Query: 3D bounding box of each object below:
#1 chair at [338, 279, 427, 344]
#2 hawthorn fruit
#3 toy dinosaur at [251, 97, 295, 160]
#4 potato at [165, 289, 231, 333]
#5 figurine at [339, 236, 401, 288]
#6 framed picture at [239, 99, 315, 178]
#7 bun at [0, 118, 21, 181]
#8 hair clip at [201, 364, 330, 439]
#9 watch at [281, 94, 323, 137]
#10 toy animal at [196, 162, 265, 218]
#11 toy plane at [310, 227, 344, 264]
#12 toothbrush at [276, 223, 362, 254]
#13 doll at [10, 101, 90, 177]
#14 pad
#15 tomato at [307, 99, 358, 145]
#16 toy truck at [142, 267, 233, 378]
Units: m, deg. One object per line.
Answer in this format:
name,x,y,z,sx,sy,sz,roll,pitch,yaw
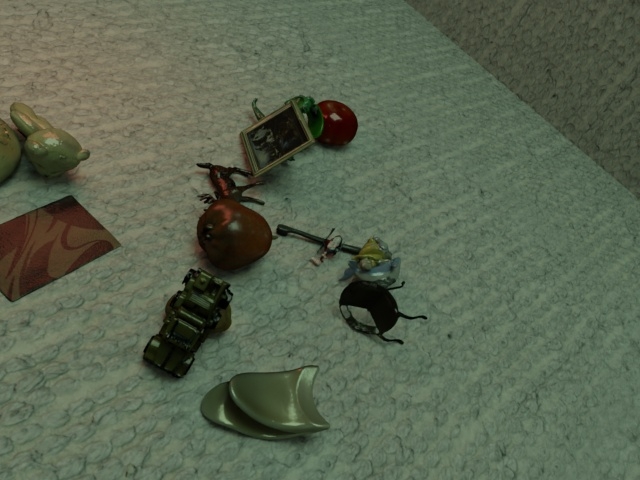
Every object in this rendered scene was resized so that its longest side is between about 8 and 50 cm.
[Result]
chair,0.169,0.195,1.831,0.213,0.174,0.149,11,40,-35
hawthorn fruit,-0.223,-0.014,1.805,0.251,0.199,0.199,4,47,-43
toy dinosaur,-0.184,-0.379,2.243,0.292,0.079,0.120,48,39,15
potato,-0.309,0.183,1.624,0.170,0.080,0.107,7,88,-8
figurine,0.161,0.074,1.971,0.208,0.128,0.184,-3,50,-26
framed picture,-0.152,-0.345,2.106,0.019,0.232,0.296,54,8,-41
bun,-0.929,-0.262,1.656,0.287,0.146,0.287,18,43,-17
hair clip,-0.134,0.387,1.526,0.282,0.113,0.172,11,46,-28
watch,-0.070,-0.418,2.254,0.152,0.131,0.165,53,47,-40
toy animal,-0.295,-0.150,1.972,0.260,0.087,0.243,-8,41,-38
toy plane,0.026,0.024,1.983,0.060,0.037,0.145,40,61,-2
toothbrush,0.000,0.000,2.020,0.297,0.030,0.030,15,41,-18
doll,-0.775,-0.276,1.775,0.175,0.149,0.278,-2,37,-44
pad,-0.707,0.008,1.627,0.220,0.004,0.330,41,43,12
tomato,0.050,-0.444,2.389,0.195,0.136,0.195,16,43,-16
toy truck,-0.315,0.196,1.520,0.127,0.127,0.257,30,82,-7
